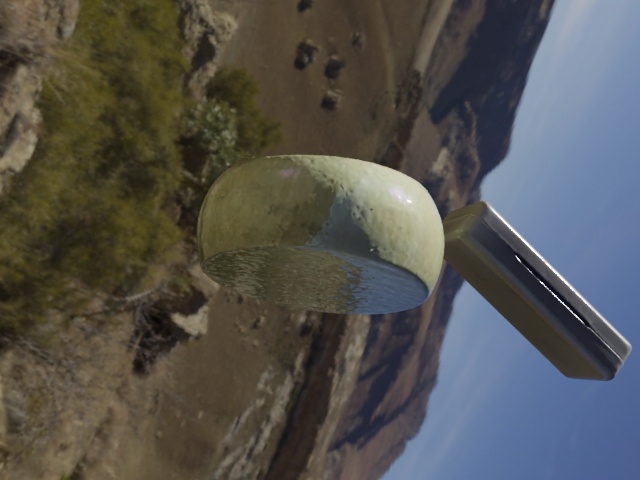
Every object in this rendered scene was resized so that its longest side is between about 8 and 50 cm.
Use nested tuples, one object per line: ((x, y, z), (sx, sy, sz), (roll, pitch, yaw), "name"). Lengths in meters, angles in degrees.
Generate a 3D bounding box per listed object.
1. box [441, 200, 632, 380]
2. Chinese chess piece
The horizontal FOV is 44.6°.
((0.235, 0.060, 0.885), (0.055, 0.243, 0.103), (-49, -173, -16), "box")
((0.000, 0.000, 0.794), (0.250, 0.250, 0.101), (90, 6, -72), "Chinese chess piece")
